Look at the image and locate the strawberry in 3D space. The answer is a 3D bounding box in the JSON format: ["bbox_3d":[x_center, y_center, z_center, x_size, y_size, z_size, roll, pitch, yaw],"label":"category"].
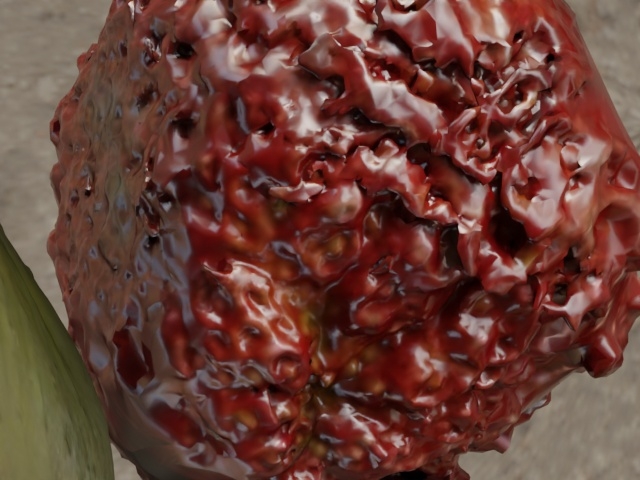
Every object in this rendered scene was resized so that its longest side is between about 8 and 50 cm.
[{"bbox_3d":[0.000,0.000,0.805,0.274,0.220,0.274,16,135,17],"label":"strawberry"}]

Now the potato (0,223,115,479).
[{"bbox_3d":[-0.184,0.044,0.506,0.221,0.326,0.243,-30,66,11],"label":"potato"}]
